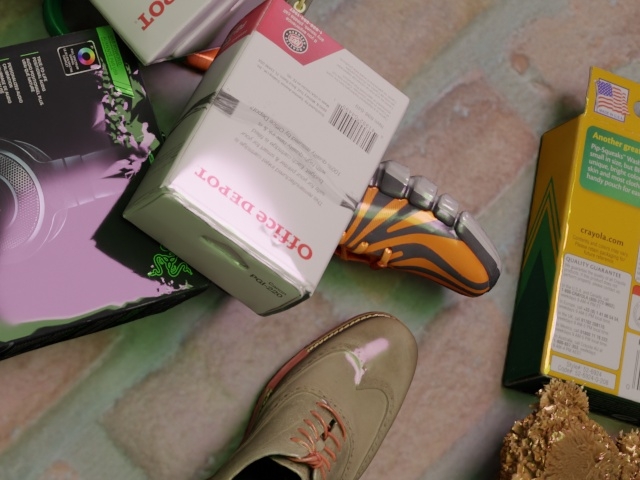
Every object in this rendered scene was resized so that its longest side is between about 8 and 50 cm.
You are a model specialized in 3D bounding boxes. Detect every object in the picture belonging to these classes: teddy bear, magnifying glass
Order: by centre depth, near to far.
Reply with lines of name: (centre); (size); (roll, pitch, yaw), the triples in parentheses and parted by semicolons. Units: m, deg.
magnifying glass: (-0.147, -0.186, 1.681); (0.231, 0.026, 0.092); (18, 65, -18)
teddy bear: (0.280, 0.279, 1.716); (0.338, 0.113, 0.245); (23, 79, -31)

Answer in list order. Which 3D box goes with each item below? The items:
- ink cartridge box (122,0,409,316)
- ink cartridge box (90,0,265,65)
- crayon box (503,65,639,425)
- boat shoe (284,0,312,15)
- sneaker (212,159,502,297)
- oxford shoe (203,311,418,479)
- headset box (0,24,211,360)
ink cartridge box: (-0.044, -0.069, 1.527); (0.158, 0.092, 0.218); (37, 59, -16)
ink cartridge box: (-0.135, -0.320, 1.562); (0.270, 0.198, 0.197); (50, 19, 3)
crayon box: (0.311, 0.013, 1.805); (0.203, 0.083, 0.323); (18, 72, -19)
boat shoe: (0.016, -0.329, 1.745); (0.091, 0.109, 0.305); (40, 71, -11)
sneaker: (0.000, 0.000, 1.662); (0.321, 0.124, 0.180); (32, 71, -2)
oxford shoe: (-0.011, 0.193, 1.591); (0.123, 0.130, 0.348); (44, 65, -9)
headset box: (-0.256, -0.031, 1.535); (0.283, 0.131, 0.246); (-15, 84, -27)
